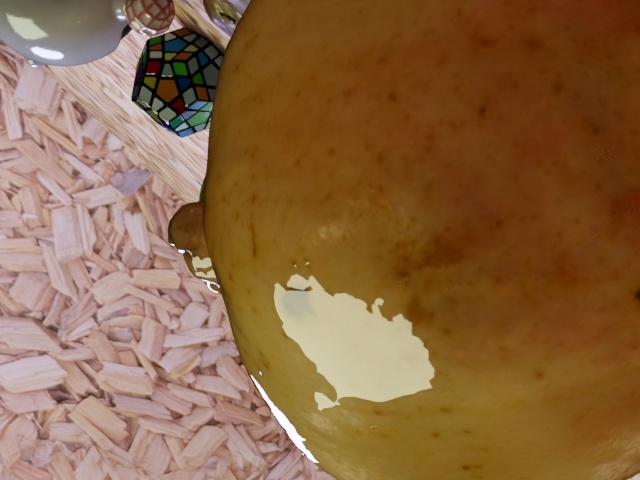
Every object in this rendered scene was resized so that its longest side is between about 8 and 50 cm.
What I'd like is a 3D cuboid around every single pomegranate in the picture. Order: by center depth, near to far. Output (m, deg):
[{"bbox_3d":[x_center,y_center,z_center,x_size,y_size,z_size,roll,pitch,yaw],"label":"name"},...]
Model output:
[{"bbox_3d":[0.069,-0.015,0.886,0.342,0.342,0.342,39,174,5],"label":"pomegranate"}]

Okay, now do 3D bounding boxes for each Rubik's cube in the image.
[{"bbox_3d":[-0.168,-0.192,2.049,0.133,0.133,0.112,35,144,40],"label":"Rubik's cube"}]

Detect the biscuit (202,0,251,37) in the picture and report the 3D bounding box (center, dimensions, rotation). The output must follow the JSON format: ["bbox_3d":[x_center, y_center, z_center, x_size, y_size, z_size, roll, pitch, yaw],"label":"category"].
[{"bbox_3d":[0.004,-0.165,1.477,0.291,0.062,0.237,39,174,10],"label":"biscuit"}]

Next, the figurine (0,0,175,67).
[{"bbox_3d":[-0.289,-0.300,1.813,0.281,0.167,0.370,35,164,5],"label":"figurine"}]

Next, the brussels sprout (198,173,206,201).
[{"bbox_3d":[-0.019,-0.024,1.903,0.244,0.244,0.244,39,174,5],"label":"brussels sprout"}]
